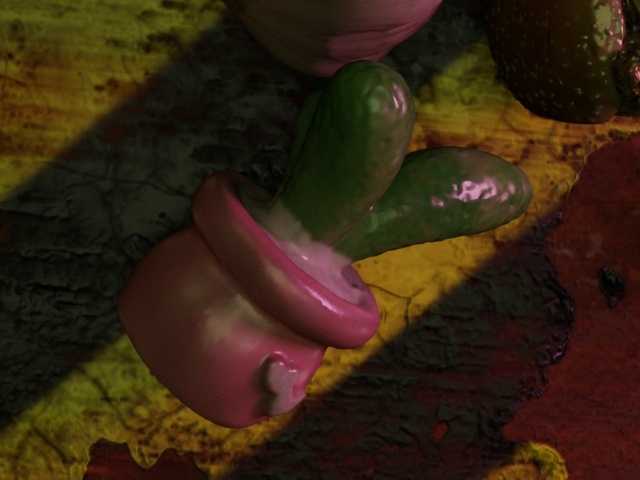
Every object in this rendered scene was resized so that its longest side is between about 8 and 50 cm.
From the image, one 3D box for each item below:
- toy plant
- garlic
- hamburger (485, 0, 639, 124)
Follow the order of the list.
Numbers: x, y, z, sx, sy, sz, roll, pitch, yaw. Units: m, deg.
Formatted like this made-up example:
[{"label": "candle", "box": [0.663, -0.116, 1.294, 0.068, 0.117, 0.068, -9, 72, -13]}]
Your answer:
[{"label": "toy plant", "box": [-0.002, 0.006, 1.284, 0.356, 0.317, 0.210, -49, 53, 7]}, {"label": "garlic", "box": [0.003, -0.312, 1.200, 0.259, 0.317, 0.317, -28, 98, -28]}, {"label": "hamburger", "box": [0.238, -0.194, 1.259, 0.122, 0.215, 0.189, -18, 111, -15]}]
